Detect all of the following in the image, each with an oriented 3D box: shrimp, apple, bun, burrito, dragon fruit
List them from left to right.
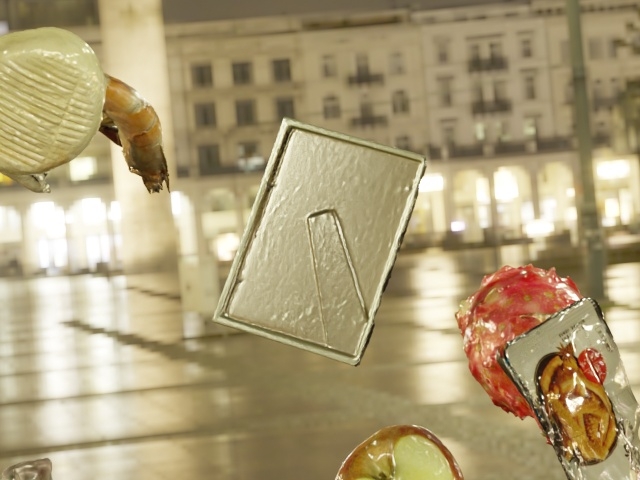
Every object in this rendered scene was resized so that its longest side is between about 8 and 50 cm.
[{"bbox_3d":[-0.405,-0.111,1.885,0.045,0.058,0.188,-33,-44,19],"label":"burrito"},{"bbox_3d":[-0.336,-0.164,1.745,0.164,0.188,0.111,21,19,-18],"label":"bun"},{"bbox_3d":[-0.297,-0.158,2.233,0.152,0.063,0.287,20,-26,17],"label":"shrimp"},{"bbox_3d":[0.105,0.355,2.067,0.195,0.173,0.160,-43,4,-13],"label":"apple"},{"bbox_3d":[0.301,0.154,2.077,0.205,0.268,0.210,24,-51,-33],"label":"dragon fruit"}]

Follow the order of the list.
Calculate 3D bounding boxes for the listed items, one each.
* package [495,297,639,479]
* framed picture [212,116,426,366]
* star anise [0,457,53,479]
[{"bbox_3d":[0.261,0.182,1.410,0.154,0.239,0.030,-25,1,-44],"label":"package"},{"bbox_3d":[0.000,0.000,1.782,0.192,0.265,0.018,17,-8,18],"label":"framed picture"},{"bbox_3d":[-0.300,0.318,1.492,0.110,0.198,0.257,-1,-4,-34],"label":"star anise"}]
